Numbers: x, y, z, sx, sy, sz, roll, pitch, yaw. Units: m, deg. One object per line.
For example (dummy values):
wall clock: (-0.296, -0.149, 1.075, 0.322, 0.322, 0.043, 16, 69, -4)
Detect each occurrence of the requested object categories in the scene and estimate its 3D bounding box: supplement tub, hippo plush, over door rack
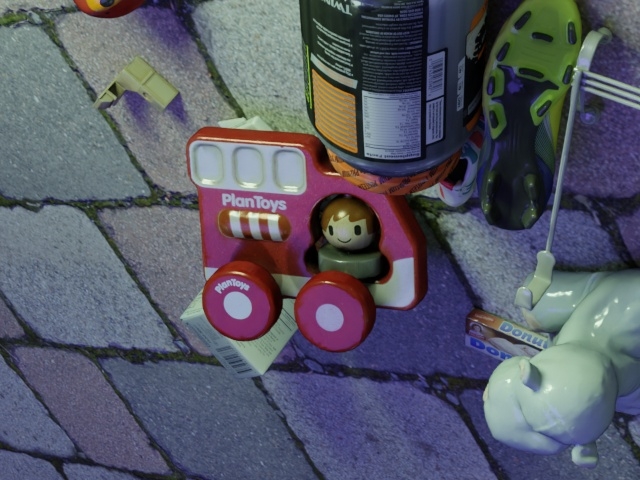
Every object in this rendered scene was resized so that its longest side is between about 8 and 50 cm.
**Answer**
supplement tub: (0.076, -0.205, 1.800, 0.194, 0.193, 0.316, 24, 146, 20)
hippo plush: (0.323, 0.164, 1.984, 0.234, 0.236, 0.294, 47, 147, -15)
over door rack: (0.352, -0.040, 1.788, 0.240, 0.108, 0.324, 23, 123, 22)

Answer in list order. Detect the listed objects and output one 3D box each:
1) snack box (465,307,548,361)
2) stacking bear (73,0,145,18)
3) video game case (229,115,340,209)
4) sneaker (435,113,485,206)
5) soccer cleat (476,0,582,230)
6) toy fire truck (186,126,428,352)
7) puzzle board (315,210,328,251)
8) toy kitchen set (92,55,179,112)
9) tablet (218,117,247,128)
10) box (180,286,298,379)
snack box: (0.268, 0.143, 2.214, 0.178, 0.022, 0.064, 23, 146, 22)
stacking bear: (-0.301, -0.372, 1.996, 0.175, 0.164, 0.289, -32, 125, 15)
video game case: (-0.069, -0.088, 2.242, 0.157, 0.019, 0.143, 43, 148, -20)
sneaker: (0.152, -0.080, 1.994, 0.057, 0.075, 0.161, 32, 147, 9)
soccer cleat: (0.215, -0.146, 1.829, 0.093, 0.121, 0.289, 9, 125, 4)
toy fire truck: (-0.018, -0.014, 2.152, 0.302, 0.169, 0.253, 5, 115, 21)
puzzle board: (0.000, 0.000, 2.285, 0.096, 0.011, 0.128, 26, 151, 3)
toy kitchen set: (-0.245, -0.180, 2.262, 0.075, 0.068, 0.083, 41, 148, -5)
tablet: (-0.095, -0.124, 2.245, 0.054, 0.006, 0.083, -4, 129, 47)
box: (-0.102, 0.101, 2.414, 0.126, 0.137, 0.072, 49, 148, -17)
